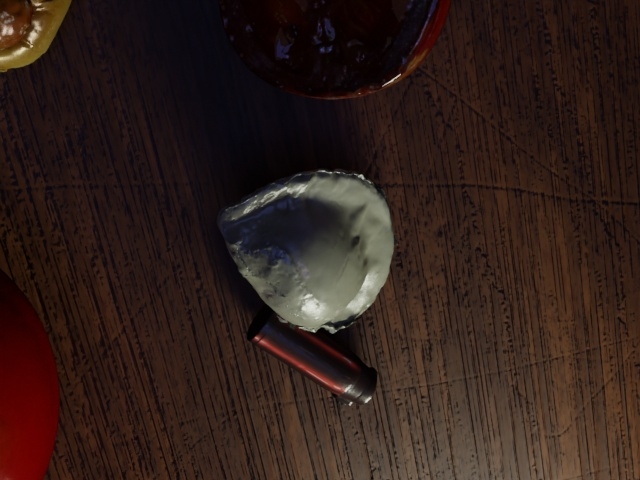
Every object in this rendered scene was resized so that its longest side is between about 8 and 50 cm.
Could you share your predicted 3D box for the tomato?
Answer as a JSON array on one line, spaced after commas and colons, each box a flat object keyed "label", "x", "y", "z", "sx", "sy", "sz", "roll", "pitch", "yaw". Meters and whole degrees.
[{"label": "tomato", "x": 0.028, "y": -0.241, "z": 0.799, "sx": 0.232, "sy": 0.139, "sz": 0.201, "roll": 5, "pitch": 102, "yaw": 28}]

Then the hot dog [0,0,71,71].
[{"label": "hot dog", "x": -0.368, "y": -0.252, "z": 0.739, "sx": 0.256, "sy": 0.153, "sz": 0.150, "roll": 23, "pitch": 103, "yaw": -13}]

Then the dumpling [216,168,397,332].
[{"label": "dumpling", "x": 0.000, "y": 0.000, "z": 0.874, "sx": 0.172, "sy": 0.142, "sz": 0.247, "roll": -40, "pitch": 137, "yaw": 6}]

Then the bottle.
[{"label": "bottle", "x": -0.006, "y": 0.137, "z": 0.952, "sx": 0.164, "sy": 0.060, "sz": 0.060, "roll": 34, "pitch": 100, "yaw": -15}]

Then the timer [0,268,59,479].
[{"label": "timer", "x": -0.435, "y": 0.164, "z": 0.747, "sx": 0.377, "sy": 0.279, "sz": 0.378, "roll": -4, "pitch": 96, "yaw": -41}]
